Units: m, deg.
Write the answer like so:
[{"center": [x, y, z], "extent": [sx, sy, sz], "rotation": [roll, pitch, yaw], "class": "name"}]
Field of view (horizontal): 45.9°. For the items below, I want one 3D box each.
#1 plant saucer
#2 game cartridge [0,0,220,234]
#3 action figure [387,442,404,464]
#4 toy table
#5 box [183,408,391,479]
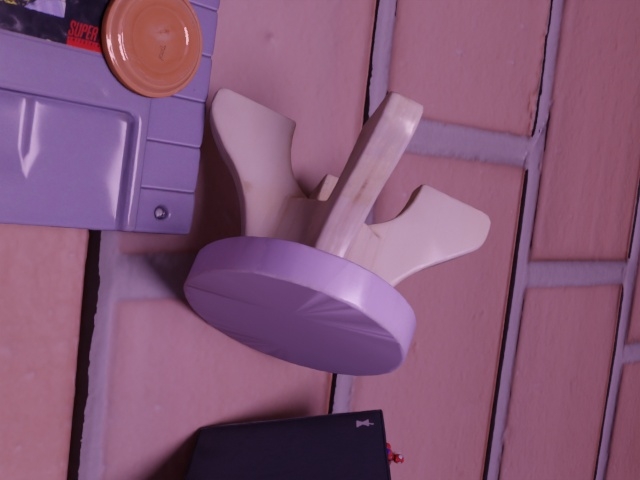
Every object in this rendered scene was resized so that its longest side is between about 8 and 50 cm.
[{"center": [-0.119, -0.146, 0.551], "extent": [0.083, 0.013, 0.083], "rotation": [-13, 108, -44], "class": "plant saucer"}, {"center": [-0.226, -0.126, 0.498], "extent": [0.355, 0.068, 0.230], "rotation": [4, 100, -45], "class": "game cartridge"}, {"center": [0.051, 0.241, 0.835], "extent": [0.115, 0.030, 0.038], "rotation": [14, 84, -42], "class": "action figure"}, {"center": [0.000, 0.000, 0.610], "extent": [0.252, 0.274, 0.161], "rotation": [29, 71, -18], "class": "toy table"}, {"center": [-0.013, 0.356, 0.585], "extent": [0.179, 0.343, 0.312], "rotation": [-6, 106, 2], "class": "box"}]
